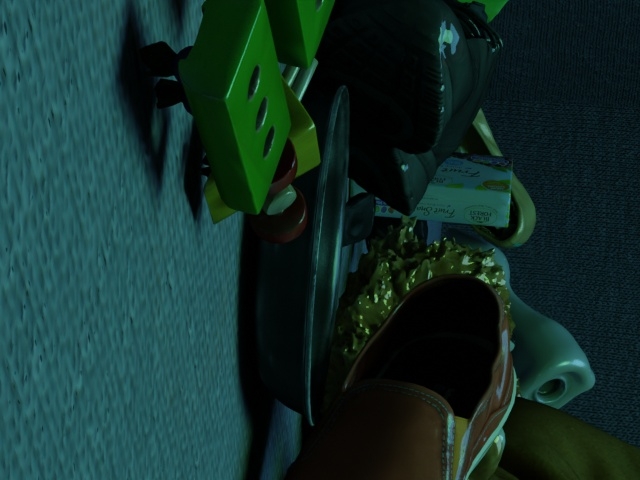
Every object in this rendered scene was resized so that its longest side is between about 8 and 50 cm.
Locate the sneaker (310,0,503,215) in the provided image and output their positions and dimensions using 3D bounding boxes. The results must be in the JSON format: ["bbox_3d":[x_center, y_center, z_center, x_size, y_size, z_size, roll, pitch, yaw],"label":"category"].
[{"bbox_3d":[0.063,-0.117,1.198,0.130,0.109,0.286,-50,174,-11],"label":"sneaker"}]

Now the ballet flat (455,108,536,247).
[{"bbox_3d":[0.127,-0.092,1.705,0.232,0.080,0.073,52,17,-2],"label":"ballet flat"}]

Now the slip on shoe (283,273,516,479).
[{"bbox_3d":[0.036,0.132,1.054,0.331,0.123,0.101,-54,151,-49],"label":"slip on shoe"}]

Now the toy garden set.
[{"bbox_3d":[-0.011,-0.127,0.757,0.204,0.049,0.244,78,29,-68],"label":"toy garden set"}]

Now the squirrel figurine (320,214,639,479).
[{"bbox_3d":[0.092,0.194,1.346,0.370,0.281,0.397,22,36,-62],"label":"squirrel figurine"}]

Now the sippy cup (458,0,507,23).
[{"bbox_3d":[0.177,-0.390,1.853,0.240,0.305,0.224,45,13,-18],"label":"sippy cup"}]

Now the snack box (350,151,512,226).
[{"bbox_3d":[0.101,-0.050,1.624,0.100,0.141,0.037,-73,167,-66],"label":"snack box"}]

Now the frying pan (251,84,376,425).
[{"bbox_3d":[0.001,-0.024,1.098,0.326,0.053,0.197,-78,172,-59],"label":"frying pan"}]

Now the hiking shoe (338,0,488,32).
[{"bbox_3d":[0.073,-0.134,1.444,0.304,0.113,0.132,-26,128,-78],"label":"hiking shoe"}]

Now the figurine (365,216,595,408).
[{"bbox_3d":[0.137,0.051,1.673,0.215,0.092,0.209,24,29,-44],"label":"figurine"}]
